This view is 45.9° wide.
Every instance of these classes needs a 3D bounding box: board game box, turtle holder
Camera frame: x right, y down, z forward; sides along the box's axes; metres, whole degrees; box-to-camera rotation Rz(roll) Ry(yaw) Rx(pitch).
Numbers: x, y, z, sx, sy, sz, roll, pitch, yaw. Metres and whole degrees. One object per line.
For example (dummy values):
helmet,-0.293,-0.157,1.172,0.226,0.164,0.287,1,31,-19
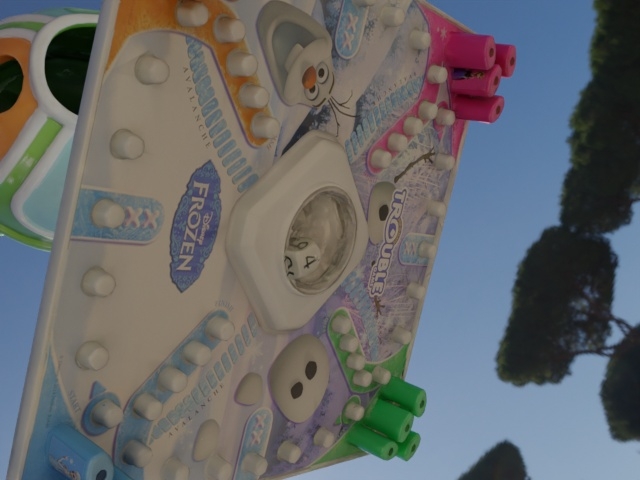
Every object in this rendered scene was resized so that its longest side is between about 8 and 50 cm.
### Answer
board game box,0.000,0.000,0.534,0.390,0.050,0.390,6,-82,-52
turtle holder,-0.208,-0.105,0.768,0.320,0.227,0.243,25,-118,-21
